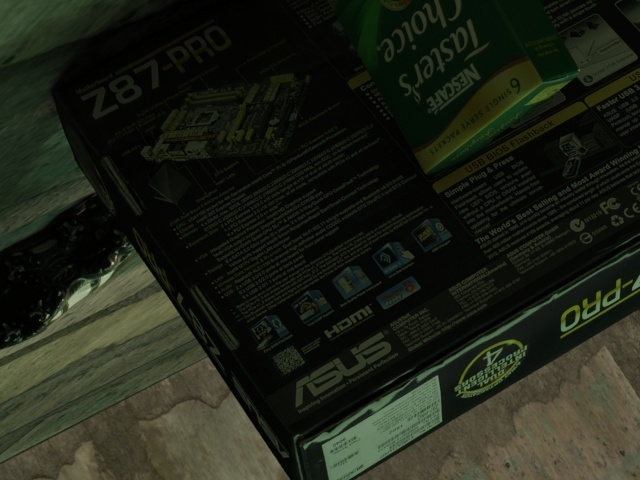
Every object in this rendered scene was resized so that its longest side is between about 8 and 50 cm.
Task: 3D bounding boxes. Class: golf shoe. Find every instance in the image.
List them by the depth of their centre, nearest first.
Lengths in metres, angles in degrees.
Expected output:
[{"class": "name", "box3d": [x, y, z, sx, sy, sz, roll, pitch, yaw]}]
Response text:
[{"class": "golf shoe", "box3d": [-0.230, 0.035, 1.700, 0.198, 0.077, 0.094, -30, 174, 3]}]

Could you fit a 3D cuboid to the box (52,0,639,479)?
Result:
[{"class": "box", "box3d": [0.074, -0.063, 1.263, 0.395, 0.318, 0.097, -31, 150, -12]}]

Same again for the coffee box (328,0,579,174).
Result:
[{"class": "coffee box", "box3d": [0.062, -0.144, 1.157, 0.040, 0.184, 0.113, -19, 168, -45]}]
